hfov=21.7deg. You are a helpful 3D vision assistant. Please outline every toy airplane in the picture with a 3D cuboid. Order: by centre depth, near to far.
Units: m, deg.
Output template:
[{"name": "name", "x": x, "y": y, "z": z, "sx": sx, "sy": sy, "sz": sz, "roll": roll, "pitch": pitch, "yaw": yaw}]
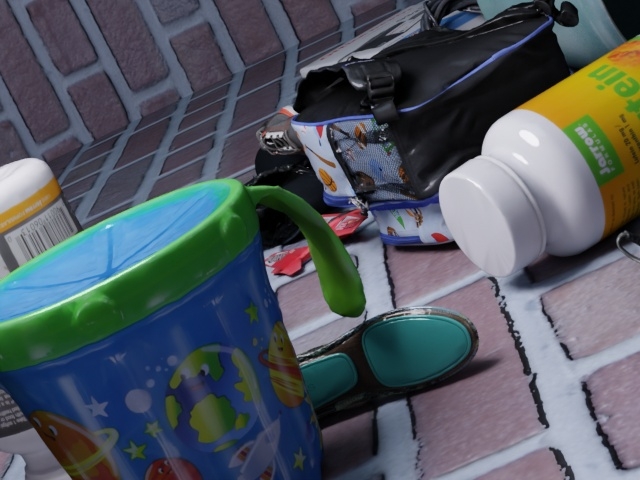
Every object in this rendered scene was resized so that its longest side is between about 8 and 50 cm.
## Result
[{"name": "toy airplane", "x": 0.000, "y": 0.000, "z": 1.849, "sx": 0.151, "sy": 0.028, "sz": 0.151, "roll": -26, "pitch": 12, "yaw": 6}]

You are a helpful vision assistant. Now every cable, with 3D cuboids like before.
[{"name": "cable", "x": 0.196, "y": -0.236, "z": 2.094, "sx": 0.150, "sy": 0.184, "sz": 0.047, "roll": -50, "pitch": -7, "yaw": -17}]

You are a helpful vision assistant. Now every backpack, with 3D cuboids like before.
[{"name": "backpack", "x": 0.110, "y": -0.118, "z": 1.706, "sx": 0.277, "sy": 0.213, "sz": 0.263, "roll": -26, "pitch": 20, "yaw": -29}]

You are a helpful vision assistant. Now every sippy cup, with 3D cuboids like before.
[{"name": "sippy cup", "x": -0.112, "y": 0.104, "z": 1.222, "sx": 0.306, "sy": 0.224, "sz": 0.240, "roll": -24, "pitch": 14, "yaw": 8}]

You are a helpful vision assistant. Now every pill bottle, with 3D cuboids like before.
[{"name": "pill bottle", "x": -0.246, "y": 0.083, "z": 1.438, "sx": 0.162, "sy": 0.278, "sz": 0.162, "roll": -24, "pitch": 13, "yaw": 6}, {"name": "pill bottle", "x": 0.228, "y": -0.071, "z": 1.448, "sx": 0.246, "sy": 0.136, "sz": 0.136, "roll": -31, "pitch": 14, "yaw": -22}]

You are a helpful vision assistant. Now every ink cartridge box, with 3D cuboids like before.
[{"name": "ink cartridge box", "x": 0.148, "y": -0.241, "z": 2.284, "sx": 0.223, "sy": 0.129, "sz": 0.307, "roll": -32, "pitch": 14, "yaw": -24}]

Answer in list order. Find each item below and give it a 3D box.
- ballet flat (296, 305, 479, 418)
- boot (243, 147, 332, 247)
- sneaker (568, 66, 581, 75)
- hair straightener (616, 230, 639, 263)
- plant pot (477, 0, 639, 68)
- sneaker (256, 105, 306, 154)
[{"name": "ballet flat", "x": 0.043, "y": 0.095, "z": 1.332, "sx": 0.188, "sy": 0.070, "sz": 0.070, "roll": -18, "pitch": 15, "yaw": 20}, {"name": "boot", "x": -0.051, "y": -0.068, "z": 2.061, "sx": 0.207, "sy": 0.094, "sz": 0.246, "roll": -31, "pitch": 20, "yaw": -38}, {"name": "sneaker", "x": 0.278, "y": -0.181, "z": 1.957, "sx": 0.085, "sy": 0.058, "sz": 0.152, "roll": -37, "pitch": 8, "yaw": -7}, {"name": "hair straightener", "x": 0.342, "y": -0.041, "z": 1.311, "sx": 0.230, "sy": 0.047, "sz": 0.089, "roll": -25, "pitch": 13, "yaw": 6}, {"name": "plant pot", "x": 0.297, "y": -0.323, "z": 1.921, "sx": 0.196, "sy": 0.293, "sz": 0.293, "roll": -9, "pitch": 21, "yaw": 41}, {"name": "sneaker", "x": -0.037, "y": -0.118, "z": 1.972, "sx": 0.065, "sy": 0.061, "sz": 0.158, "roll": -29, "pitch": 13, "yaw": -10}]
